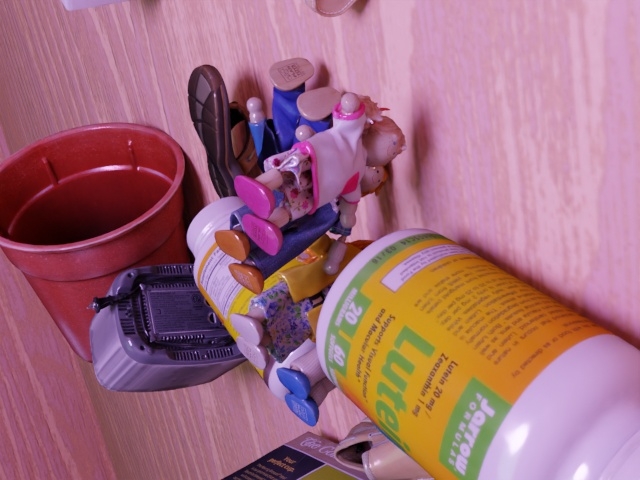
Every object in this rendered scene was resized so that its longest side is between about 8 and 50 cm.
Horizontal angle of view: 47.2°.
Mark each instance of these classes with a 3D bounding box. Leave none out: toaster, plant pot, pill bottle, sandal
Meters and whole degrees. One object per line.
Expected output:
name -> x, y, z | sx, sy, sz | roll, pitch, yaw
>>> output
toaster -> -0.187, 0.112, 0.899 | 0.146, 0.226, 0.129 | -43, 56, 46
plant pot -> -0.300, 0.019, 1.036 | 0.272, 0.272, 0.265 | 42, 150, 40
pill bottle -> -0.050, 0.051, 0.743 | 0.215, 0.117, 0.117 | 49, 146, 33
sandal -> -0.092, -0.102, 0.784 | 0.090, 0.060, 0.219 | 54, 164, 37
pill bottle -> 0.118, 0.099, 0.459 | 0.245, 0.136, 0.137 | 35, 138, 46

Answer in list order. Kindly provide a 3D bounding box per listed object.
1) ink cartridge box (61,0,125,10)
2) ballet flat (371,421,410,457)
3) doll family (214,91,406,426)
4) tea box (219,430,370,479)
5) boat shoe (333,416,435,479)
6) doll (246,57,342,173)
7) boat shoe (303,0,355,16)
ink cartridge box -> -0.259, -0.428, 0.776 | 0.211, 0.121, 0.289 | 55, 150, 25
ballet flat -> 0.135, 0.172, 0.541 | 0.248, 0.086, 0.086 | 40, 141, 38
doll family -> 0.000, 0.000, 0.578 | 0.118, 0.163, 0.263 | 24, 135, 40
tea box -> -0.024, 0.377, 0.692 | 0.329, 0.323, 0.220 | 1, 110, 58
boat shoe -> 0.072, 0.200, 0.677 | 0.190, 0.072, 0.068 | -32, 81, 62
doll -> -0.031, -0.088, 0.688 | 0.129, 0.046, 0.189 | 49, 154, 16
boat shoe -> 0.033, -0.200, 0.482 | 0.059, 0.062, 0.170 | 67, 152, 16
